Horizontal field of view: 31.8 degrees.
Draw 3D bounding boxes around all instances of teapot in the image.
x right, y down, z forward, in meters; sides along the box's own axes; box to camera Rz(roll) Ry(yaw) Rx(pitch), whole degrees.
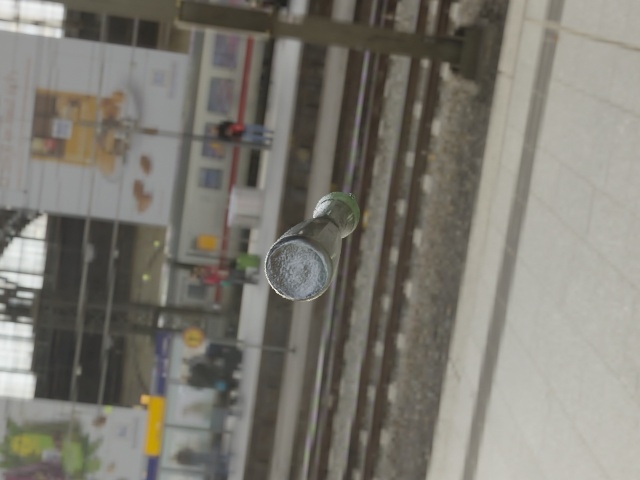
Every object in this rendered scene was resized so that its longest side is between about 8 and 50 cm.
[{"bbox_3d":[0.000,0.000,0.715,0.111,0.042,0.043,-52,-26,-66],"label":"teapot"}]
